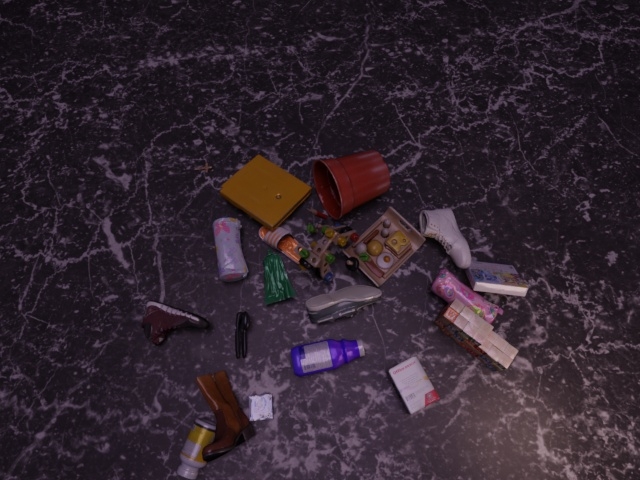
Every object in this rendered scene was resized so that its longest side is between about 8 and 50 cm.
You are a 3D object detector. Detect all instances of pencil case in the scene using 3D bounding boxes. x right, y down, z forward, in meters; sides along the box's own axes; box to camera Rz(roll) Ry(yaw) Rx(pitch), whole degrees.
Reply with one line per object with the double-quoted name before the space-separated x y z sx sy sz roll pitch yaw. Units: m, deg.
"pencil case" -0.386 0.037 1.770 0.123 0.113 0.274 -3 67 -22
"pencil case" 0.584 0.234 1.682 0.284 0.124 0.124 37 74 16

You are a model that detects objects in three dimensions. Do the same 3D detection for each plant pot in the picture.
"plant pot" 0.142 -0.262 1.816 0.264 0.272 0.273 -22 70 -17

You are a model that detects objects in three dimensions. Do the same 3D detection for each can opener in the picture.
"can opener" -0.320 0.379 1.670 0.059 0.073 0.186 6 78 -6

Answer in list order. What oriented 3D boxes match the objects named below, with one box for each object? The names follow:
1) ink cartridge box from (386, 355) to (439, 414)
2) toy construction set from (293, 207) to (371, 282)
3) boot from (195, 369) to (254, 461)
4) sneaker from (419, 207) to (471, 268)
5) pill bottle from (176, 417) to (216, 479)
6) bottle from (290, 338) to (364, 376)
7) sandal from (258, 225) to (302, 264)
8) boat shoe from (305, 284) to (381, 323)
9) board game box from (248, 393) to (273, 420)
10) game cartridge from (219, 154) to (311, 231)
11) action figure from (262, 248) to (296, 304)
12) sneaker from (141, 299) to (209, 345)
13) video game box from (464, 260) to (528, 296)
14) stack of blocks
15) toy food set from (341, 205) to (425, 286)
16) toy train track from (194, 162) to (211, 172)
"ink cartridge box" 0.350 0.551 1.589 0.127 0.072 0.175 -25 71 -8
"toy construction set" 0.000 0.000 1.683 0.257 0.237 0.309 -36 60 21
"boot" -0.371 0.609 1.482 0.096 0.264 0.281 -38 72 24
"sneaker" 0.513 -0.006 1.763 0.168 0.108 0.293 -2 58 -22
"pill bottle" -0.443 0.751 1.503 0.103 0.103 0.184 19 71 7
"bottle" 0.029 0.446 1.621 0.282 0.092 0.118 -12 70 -4
"sandal" -0.152 0.003 1.800 0.265 0.076 0.102 34 73 13
"boat shoe" 0.099 0.264 1.707 0.318 0.116 0.099 -11 112 -11
"board game box" -0.228 0.638 1.588 0.089 0.020 0.090 -4 69 -2
"game cartridge" -0.249 -0.222 1.871 0.323 0.053 0.285 33 61 17
"action figure" -0.191 0.144 1.753 0.137 0.063 0.233 -14 74 -3
"sneaker" -0.593 0.354 1.667 0.280 0.106 0.163 14 76 16
"video game box" 0.708 0.151 1.695 0.204 0.187 0.048 7 113 3
"stack of blocks" 0.598 0.367 1.606 0.297 0.171 0.087 39 74 13
"toy food set" 0.271 0.022 1.781 0.306 0.092 0.220 -42 74 -13
"toy train track" -0.554 -0.341 1.969 0.083 0.014 0.048 -5 76 5
